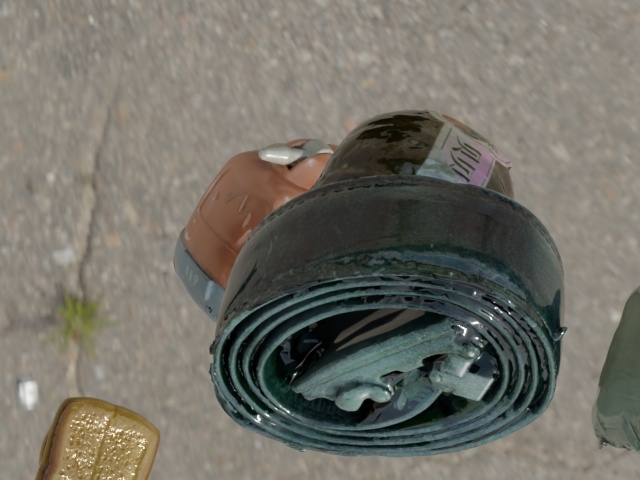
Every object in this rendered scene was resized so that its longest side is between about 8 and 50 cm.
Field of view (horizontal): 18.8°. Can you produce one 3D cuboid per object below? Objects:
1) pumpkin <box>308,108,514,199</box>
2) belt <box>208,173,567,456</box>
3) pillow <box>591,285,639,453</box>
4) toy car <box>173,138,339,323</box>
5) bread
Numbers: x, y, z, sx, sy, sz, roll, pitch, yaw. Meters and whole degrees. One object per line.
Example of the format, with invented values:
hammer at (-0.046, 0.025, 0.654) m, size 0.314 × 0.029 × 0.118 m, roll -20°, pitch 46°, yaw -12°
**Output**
pumpkin at (0.054, 0.027, 1.532) m, size 0.189 × 0.260 × 0.260 m, roll 39°, pitch 102°, yaw 1°
belt at (0.038, 0.056, 1.309) m, size 0.268 × 0.116 × 0.206 m, roll -16°, pitch 134°, yaw 28°
pillow at (0.252, 0.088, 1.274) m, size 0.051 × 0.229 × 0.128 m, roll 19°, pitch 84°, yaw -20°
toy car at (0.000, 0.000, 1.897) m, size 0.271 × 0.180 × 0.212 m, roll 4°, pitch 120°, yaw -39°
bread at (-0.241, 0.258, 1.941) m, size 0.116 × 0.077 × 0.200 m, roll 22°, pitch 84°, yaw -19°
